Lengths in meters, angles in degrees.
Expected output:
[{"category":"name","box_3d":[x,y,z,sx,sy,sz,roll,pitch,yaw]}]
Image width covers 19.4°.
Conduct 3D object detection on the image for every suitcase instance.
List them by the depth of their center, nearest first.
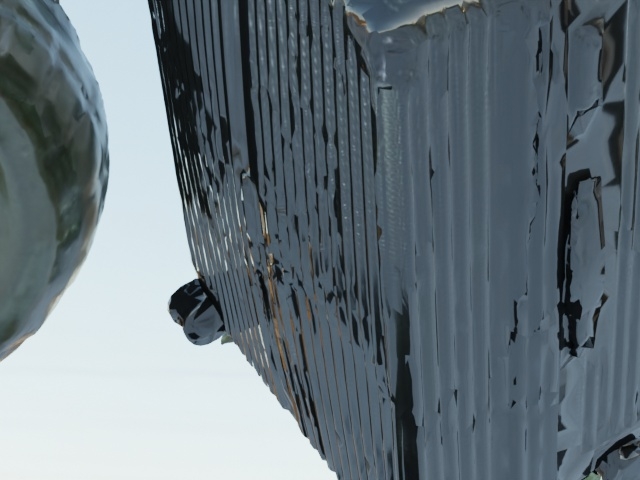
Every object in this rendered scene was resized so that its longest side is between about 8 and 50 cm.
[{"category":"suitcase","box_3d":[0.030,-0.037,0.808,0.152,0.229,0.335,-26,-41,-19]}]

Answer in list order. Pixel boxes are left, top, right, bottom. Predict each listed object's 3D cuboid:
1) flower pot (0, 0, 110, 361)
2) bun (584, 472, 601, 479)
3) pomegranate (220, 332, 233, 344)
[{"category":"flower pot","box_3d":[-0.268,-0.062,0.980,0.302,0.301,0.213,8,29,-21]},{"category":"bun","box_3d":[0.184,0.181,1.205,0.118,0.195,0.195,19,-18,-22]},{"category":"pomegranate","box_3d":[0.000,0.000,1.503,0.187,0.225,0.187,39,1,-1]}]
